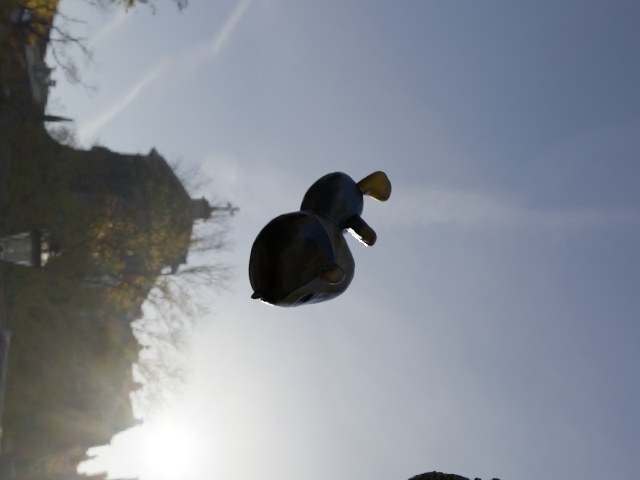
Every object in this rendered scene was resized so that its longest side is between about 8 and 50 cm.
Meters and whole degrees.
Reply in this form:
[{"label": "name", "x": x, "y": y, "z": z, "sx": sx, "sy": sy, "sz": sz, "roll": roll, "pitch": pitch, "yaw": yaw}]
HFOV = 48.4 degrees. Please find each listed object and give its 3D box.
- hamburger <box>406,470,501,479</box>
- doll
[{"label": "hamburger", "x": 0.148, "y": 0.309, "z": 0.581, "sx": 0.265, "sy": 0.285, "sz": 0.134, "roll": 32, "pitch": -77, "yaw": 60}, {"label": "doll", "x": 0.000, "y": 0.000, "z": 0.611, "sx": 0.102, "sy": 0.179, "sz": 0.088, "roll": -2, "pitch": -61, "yaw": 43}]
